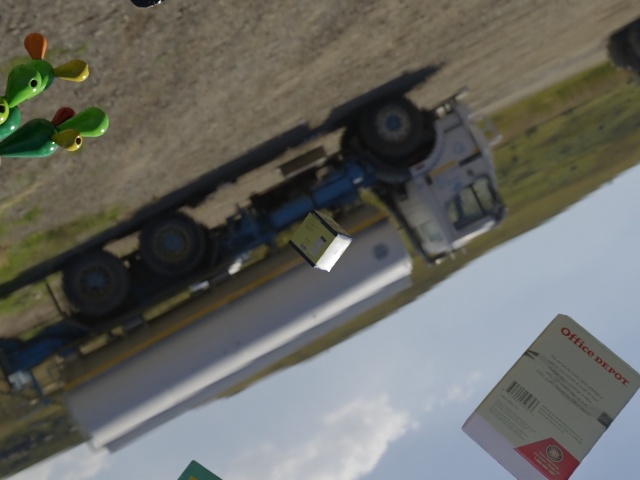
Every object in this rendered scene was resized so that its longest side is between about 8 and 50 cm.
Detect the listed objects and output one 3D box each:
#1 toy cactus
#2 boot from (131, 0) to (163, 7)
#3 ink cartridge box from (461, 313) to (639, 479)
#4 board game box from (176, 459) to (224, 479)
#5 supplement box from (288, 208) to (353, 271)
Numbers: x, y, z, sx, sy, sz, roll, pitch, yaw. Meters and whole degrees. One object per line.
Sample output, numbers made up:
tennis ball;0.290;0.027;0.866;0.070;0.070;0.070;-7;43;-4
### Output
toy cactus;-0.315;-0.108;0.928;0.219;0.112;0.180;-9;151;-47
boot;-0.245;-0.446;1.607;0.190;0.076;0.208;-19;-153;-5
ink cartridge box;0.440;0.312;1.895;0.283;0.207;0.117;-43;165;-23
board game box;-0.037;0.417;1.266;0.079;0.254;0.336;-54;154;-16
supplement box;0.000;0.000;1.915;0.083;0.083;0.056;-53;148;12
